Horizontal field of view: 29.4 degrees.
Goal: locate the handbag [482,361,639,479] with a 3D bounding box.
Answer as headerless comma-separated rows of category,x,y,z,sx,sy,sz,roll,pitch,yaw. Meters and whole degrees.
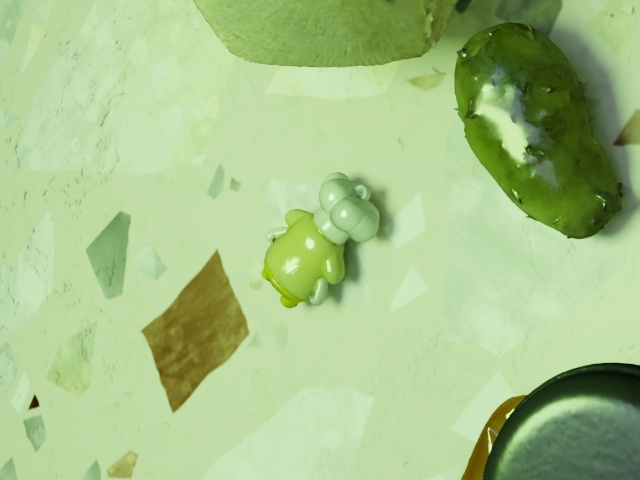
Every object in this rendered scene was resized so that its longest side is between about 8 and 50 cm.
handbag,0.270,0.248,1.021,0.308,0.093,0.253,40,107,27

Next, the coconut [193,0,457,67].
coconut,0.001,-0.330,1.164,0.346,0.346,0.360,-40,27,30

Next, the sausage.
sausage,0.167,0.222,1.157,0.062,0.054,0.183,21,97,8

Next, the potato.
potato,0.200,-0.102,1.138,0.117,0.090,0.225,-33,72,25

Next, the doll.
doll,0.000,0.000,1.310,0.162,0.062,0.106,-49,63,26
